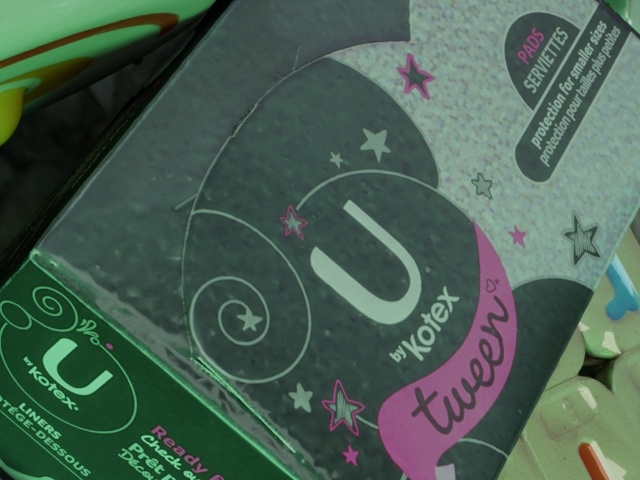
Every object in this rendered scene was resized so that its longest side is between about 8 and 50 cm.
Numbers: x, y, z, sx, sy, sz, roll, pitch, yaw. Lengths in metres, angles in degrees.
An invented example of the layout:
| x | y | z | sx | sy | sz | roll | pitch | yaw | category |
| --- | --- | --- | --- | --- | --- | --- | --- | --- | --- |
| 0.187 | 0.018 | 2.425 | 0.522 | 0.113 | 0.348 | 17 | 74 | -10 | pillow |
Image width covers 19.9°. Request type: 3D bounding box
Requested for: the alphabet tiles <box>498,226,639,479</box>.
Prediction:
| x | y | z | sx | sy | sz | roll | pitch | yaw | category |
| --- | --- | --- | --- | --- | --- | --- | --- | --- | --- |
| 0.051 | 0.080 | 0.732 | 0.284 | 0.021 | 0.278 | -21 | 79 | -38 | alphabet tiles |

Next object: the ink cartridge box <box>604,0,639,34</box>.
| x | y | z | sx | sy | sz | roll | pitch | yaw | category |
| --- | --- | --- | --- | --- | --- | --- | --- | --- | --- |
| 0.185 | -0.106 | 0.895 | 0.150 | 0.063 | 0.109 | 27 | 60 | -29 | ink cartridge box |

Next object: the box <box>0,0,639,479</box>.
| x | y | z | sx | sy | sz | roll | pitch | yaw | category |
| --- | --- | --- | --- | --- | --- | --- | --- | --- | --- |
| 0.000 | 0.000 | 0.635 | 0.163 | 0.142 | 0.247 | 41 | 53 | -8 | box |

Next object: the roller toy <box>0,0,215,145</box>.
| x | y | z | sx | sy | sz | roll | pitch | yaw | category |
| --- | --- | --- | --- | --- | --- | --- | --- | --- | --- |
| -0.130 | -0.094 | 0.555 | 0.146 | 0.191 | 0.209 | 66 | 26 | -1 | roller toy |
